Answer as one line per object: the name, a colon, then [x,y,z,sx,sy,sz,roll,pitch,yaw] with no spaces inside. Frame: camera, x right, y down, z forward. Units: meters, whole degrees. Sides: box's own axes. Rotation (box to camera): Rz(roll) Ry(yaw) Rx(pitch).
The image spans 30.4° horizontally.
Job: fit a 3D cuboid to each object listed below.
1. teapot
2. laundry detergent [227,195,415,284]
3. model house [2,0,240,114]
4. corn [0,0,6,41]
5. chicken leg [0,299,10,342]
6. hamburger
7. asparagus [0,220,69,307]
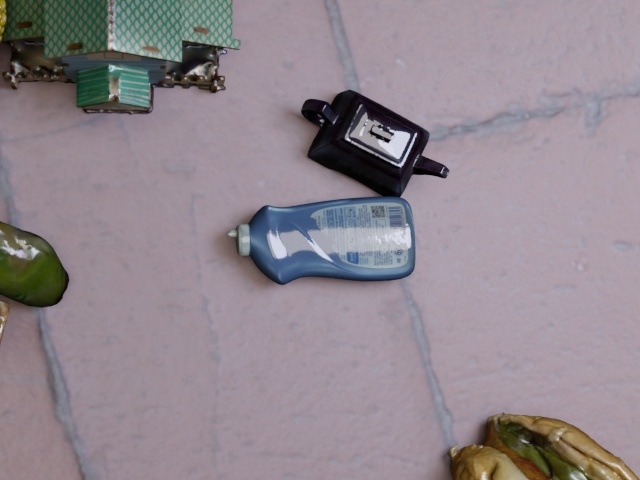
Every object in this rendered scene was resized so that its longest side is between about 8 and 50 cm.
teapot: [0.060,-0.111,1.310,0.177,0.096,0.087,27,82,-6]
laundry detergent: [0.000,0.000,1.309,0.206,0.061,0.096,-1,93,-9]
model house: [-0.213,-0.228,1.218,0.271,0.206,0.178,3,85,-9]
corn: [-0.407,-0.141,1.198,0.106,0.106,0.305,24,103,-7]
chicken leg: [-0.518,0.073,1.164,0.409,0.182,0.295,-10,65,-6]
hamburger: [0.299,0.331,1.260,0.162,0.209,0.330,-36,94,-10]
asparagus: [-0.400,-0.019,1.169,0.082,0.085,0.343,-41,134,22]
